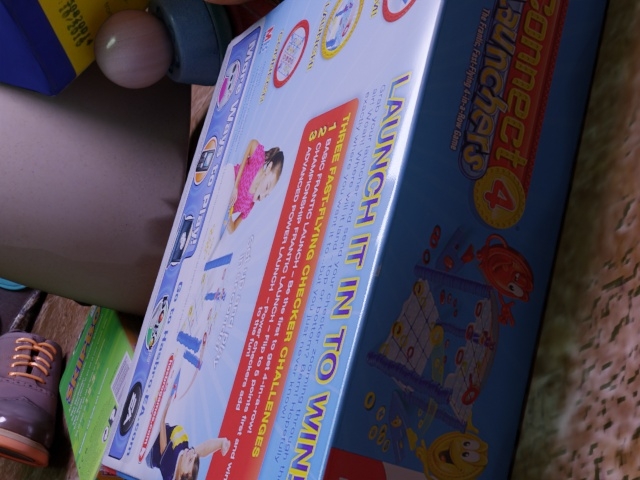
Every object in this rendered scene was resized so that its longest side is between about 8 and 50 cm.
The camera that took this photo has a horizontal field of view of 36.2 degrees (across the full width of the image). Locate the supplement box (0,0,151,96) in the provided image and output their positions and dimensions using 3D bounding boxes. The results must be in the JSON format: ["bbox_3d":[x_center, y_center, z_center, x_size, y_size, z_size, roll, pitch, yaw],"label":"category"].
[{"bbox_3d":[-0.205,-0.317,0.801,0.195,0.194,0.356,19,57,31],"label":"supplement box"}]

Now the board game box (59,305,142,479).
[{"bbox_3d":[-0.206,0.134,0.937,0.124,0.039,0.259,-66,26,5],"label":"board game box"}]

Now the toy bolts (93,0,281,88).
[{"bbox_3d":[-0.101,-0.217,0.714,0.218,0.158,0.228,57,154,23],"label":"toy bolts"}]

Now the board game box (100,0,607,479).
[{"bbox_3d":[0.000,0.000,0.537,0.302,0.086,0.308,-11,60,63],"label":"board game box"}]

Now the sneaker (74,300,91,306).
[{"bbox_3d":[-0.287,-0.001,1.161,0.227,0.087,0.130,17,80,61],"label":"sneaker"}]

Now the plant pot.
[{"bbox_3d":[-0.275,-0.072,0.886,0.256,0.274,0.256,-172,90,-74],"label":"plant pot"}]

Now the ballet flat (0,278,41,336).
[{"bbox_3d":[-0.494,0.069,1.497,0.182,0.164,0.482,-87,20,-81],"label":"ballet flat"}]

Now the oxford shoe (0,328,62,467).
[{"bbox_3d":[-0.366,0.171,1.147,0.132,0.130,0.364,-66,23,-8],"label":"oxford shoe"}]
